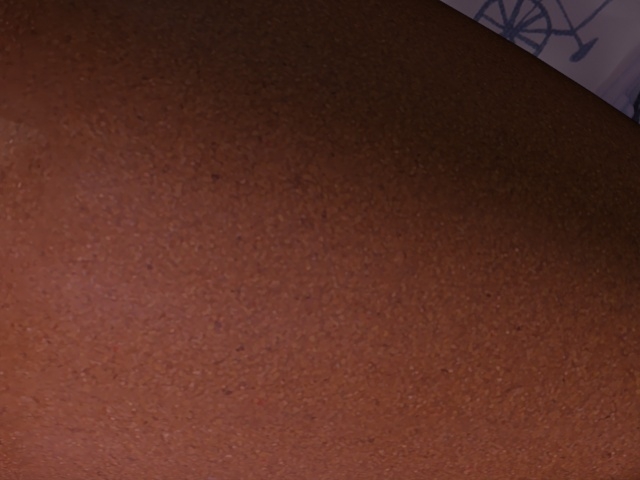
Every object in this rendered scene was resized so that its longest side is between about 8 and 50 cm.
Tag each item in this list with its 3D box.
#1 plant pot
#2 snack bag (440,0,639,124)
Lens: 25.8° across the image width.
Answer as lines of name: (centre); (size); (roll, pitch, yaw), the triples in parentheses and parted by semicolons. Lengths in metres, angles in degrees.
plant pot: (0.000, 0.000, 0.496); (0.254, 0.237, 0.237); (14, 88, -2)
snack bag: (0.202, -0.149, 0.551); (0.342, 0.037, 0.323); (44, 93, 10)
